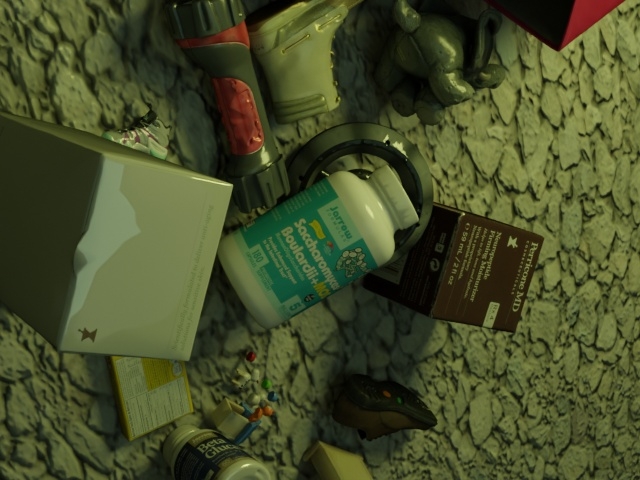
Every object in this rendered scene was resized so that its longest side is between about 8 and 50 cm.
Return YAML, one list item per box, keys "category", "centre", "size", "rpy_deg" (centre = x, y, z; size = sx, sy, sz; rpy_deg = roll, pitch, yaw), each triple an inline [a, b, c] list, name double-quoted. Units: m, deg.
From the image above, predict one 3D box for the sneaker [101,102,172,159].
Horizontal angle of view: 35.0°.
- category: "sneaker"
  centre: [-0.234, -0.146, 1.306]
  size: [0.098, 0.038, 0.069]
  rpy_deg: [14, 94, -49]

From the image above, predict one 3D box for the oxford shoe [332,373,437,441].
- category: "oxford shoe"
  centre: [0.103, 0.286, 1.679]
  size: [0.227, 0.083, 0.096]
  rpy_deg: [21, 110, -39]

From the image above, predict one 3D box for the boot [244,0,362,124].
- category: "boot"
  centre: [0.004, -0.271, 1.422]
  size: [0.213, 0.077, 0.165]
  rpy_deg: [-30, 120, -21]

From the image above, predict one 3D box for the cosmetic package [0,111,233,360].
- category: "cosmetic package"
  centre: [-0.268, -0.017, 1.105]
  size: [0.155, 0.365, 0.197]
  rpy_deg: [11, 98, -39]

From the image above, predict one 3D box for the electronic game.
- category: "electronic game"
  centre: [0.055, -0.061, 1.498]
  size: [0.229, 0.048, 0.229]
  rpy_deg: [-3, 106, -9]

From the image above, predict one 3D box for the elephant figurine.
- category: "elephant figurine"
  centre: [0.200, -0.294, 1.536]
  size: [0.169, 0.186, 0.239]
  rpy_deg: [47, 56, 5]

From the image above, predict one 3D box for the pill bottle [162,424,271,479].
- category: "pill bottle"
  centre: [-0.151, 0.321, 1.424]
  size: [0.094, 0.169, 0.094]
  rpy_deg: [-12, 111, -35]

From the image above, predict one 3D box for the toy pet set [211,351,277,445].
- category: "toy pet set"
  centre: [-0.096, 0.245, 1.480]
  size: [0.065, 0.122, 0.114]
  rpy_deg: [36, 99, -31]

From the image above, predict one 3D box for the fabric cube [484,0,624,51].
- category: "fabric cube"
  centre: [0.355, -0.483, 1.454]
  size: [0.258, 0.254, 0.259]
  rpy_deg: [-36, 154, -23]

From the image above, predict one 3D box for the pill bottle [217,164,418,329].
- category: "pill bottle"
  centre: [0.000, 0.000, 1.404]
  size: [0.264, 0.146, 0.146]
  rpy_deg: [-31, 123, 1]

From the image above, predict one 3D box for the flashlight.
- category: "flashlight"
  centre: [-0.119, -0.183, 1.342]
  size: [0.103, 0.103, 0.304]
  rpy_deg: [-16, 117, -4]

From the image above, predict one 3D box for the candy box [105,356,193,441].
- category: "candy box"
  centre: [-0.240, 0.166, 1.401]
  size: [0.105, 0.027, 0.206]
  rpy_deg: [-19, 115, -29]

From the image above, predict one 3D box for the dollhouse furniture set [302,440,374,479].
- category: "dollhouse furniture set"
  centre: [-0.013, 0.471, 1.628]
  size: [0.212, 0.161, 0.242]
  rpy_deg: [29, 108, -39]

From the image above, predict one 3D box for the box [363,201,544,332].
- category: "box"
  centre: [0.210, 0.035, 1.613]
  size: [0.203, 0.167, 0.168]
  rpy_deg: [13, 95, -39]
